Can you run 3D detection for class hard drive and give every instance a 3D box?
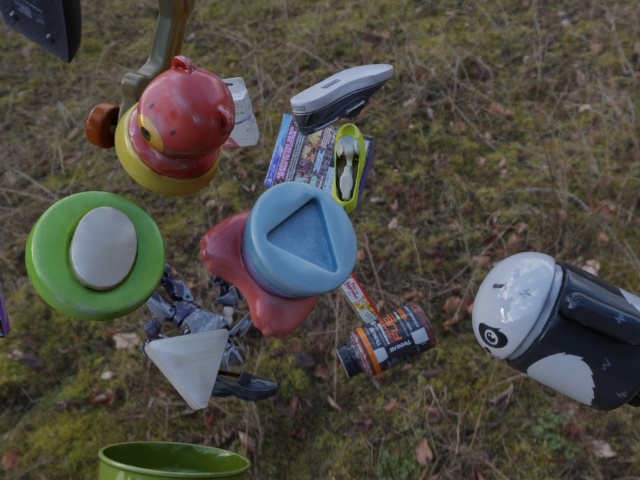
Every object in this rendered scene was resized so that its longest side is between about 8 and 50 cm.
[{"bbox_3d":[-0.463,-0.431,0.908,0.172,0.254,0.054,32,54,10],"label":"hard drive"}]

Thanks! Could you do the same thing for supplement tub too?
[{"bbox_3d":[0.133,0.213,1.178,0.198,0.106,0.106,-25,43,-5],"label":"supplement tub"}]

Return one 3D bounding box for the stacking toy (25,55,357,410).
[{"bbox_3d":[-0.115,-0.011,0.578,0.309,0.130,0.279,43,54,-10],"label":"stacking toy"}]

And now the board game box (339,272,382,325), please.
[{"bbox_3d":[0.102,0.163,1.458,0.045,0.193,0.147,-34,0,-4],"label":"board game box"}]

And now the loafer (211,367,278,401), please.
[{"bbox_3d":[-0.181,0.330,1.317,0.170,0.061,0.062,3,28,-4],"label":"loafer"}]

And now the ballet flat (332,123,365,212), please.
[{"bbox_3d":[0.066,-0.180,1.357,0.077,0.077,0.231,3,80,6],"label":"ballet flat"}]

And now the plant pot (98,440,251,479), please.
[{"bbox_3d":[-0.375,0.700,1.364,0.367,0.366,0.353,4,78,14],"label":"plant pot"}]

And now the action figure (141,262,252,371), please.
[{"bbox_3d":[-0.224,0.101,0.882,0.285,0.099,0.185,39,40,14],"label":"action figure"}]

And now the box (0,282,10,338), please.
[{"bbox_3d":[-0.842,0.131,1.208,0.293,0.201,0.057,-8,13,-15],"label":"box"}]

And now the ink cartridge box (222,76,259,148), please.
[{"bbox_3d":[-0.265,-0.382,1.712,0.115,0.198,0.067,-5,39,10],"label":"ink cartridge box"}]

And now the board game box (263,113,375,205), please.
[{"bbox_3d":[0.002,-0.240,1.790,0.291,0.232,0.141,17,2,9],"label":"board game box"}]

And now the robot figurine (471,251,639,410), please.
[{"bbox_3d":[0.354,0.131,0.801,0.278,0.209,0.173,27,35,6],"label":"robot figurine"}]

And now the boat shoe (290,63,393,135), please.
[{"bbox_3d":[0.062,-0.341,1.375,0.301,0.102,0.108,-34,38,-29],"label":"boat shoe"}]

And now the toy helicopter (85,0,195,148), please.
[{"bbox_3d":[-0.286,-0.313,1.063,0.140,0.355,0.235,23,19,11],"label":"toy helicopter"}]
